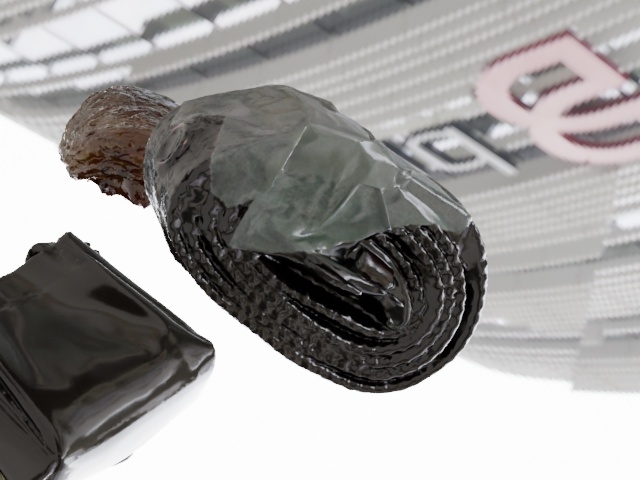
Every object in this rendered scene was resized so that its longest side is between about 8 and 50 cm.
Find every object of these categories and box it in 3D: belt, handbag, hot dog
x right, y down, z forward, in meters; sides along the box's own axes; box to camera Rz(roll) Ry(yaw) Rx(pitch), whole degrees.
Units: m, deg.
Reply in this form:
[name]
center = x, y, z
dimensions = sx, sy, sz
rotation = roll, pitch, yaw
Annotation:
[belt]
center = 0.000, 0.000, 1.187
dimensions = 0.184, 0.289, 0.164
rotation = -53, -152, 8
[handbag]
center = -0.275, 0.119, 1.602
dimensions = 0.257, 0.285, 0.113
rotation = 47, -52, 11
[hot dog]
center = -0.169, -0.086, 1.485
dimensions = 0.227, 0.160, 0.099
rotation = -123, -124, -76

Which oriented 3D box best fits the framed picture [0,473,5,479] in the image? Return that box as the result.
[framed picture]
center = -0.388, 0.310, 1.611
dimensions = 0.199, 0.195, 0.010
rotation = -24, -163, -19
